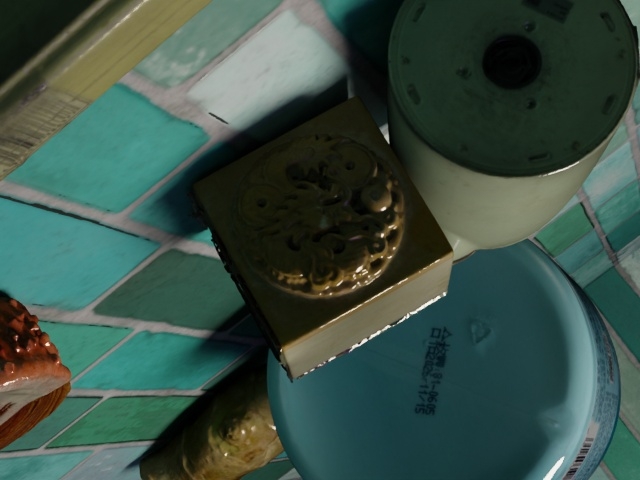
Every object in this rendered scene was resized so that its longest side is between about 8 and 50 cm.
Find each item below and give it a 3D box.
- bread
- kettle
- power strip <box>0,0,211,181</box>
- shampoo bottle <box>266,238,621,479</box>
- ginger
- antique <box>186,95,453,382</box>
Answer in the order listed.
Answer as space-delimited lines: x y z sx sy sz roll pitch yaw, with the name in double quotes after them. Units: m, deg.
-0.251 0.103 0.869 0.160 0.073 0.160 -30 162 -11 "bread"
0.145 -0.111 0.954 0.240 0.165 0.255 -62 170 -12 "kettle"
-0.072 -0.131 0.507 0.387 0.092 0.066 -38 166 12 "power strip"
0.145 0.149 1.368 0.331 0.331 0.343 -38 163 8 "shampoo bottle"
-0.103 0.230 1.534 0.263 0.116 0.109 -38 125 26 "ginger"
0.000 0.000 0.946 0.152 0.146 0.148 -29 166 -6 "antique"
